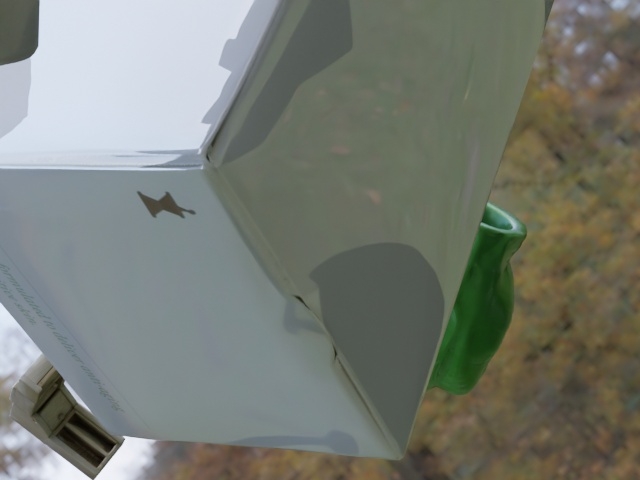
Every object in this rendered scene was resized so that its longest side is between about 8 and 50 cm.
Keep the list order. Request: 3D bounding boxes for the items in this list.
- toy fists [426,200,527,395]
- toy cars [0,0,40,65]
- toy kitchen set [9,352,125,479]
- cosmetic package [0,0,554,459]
[{"bbox_3d":[0.000,0.000,1.097,0.142,0.279,0.096,-66,-17,16],"label":"toy fists"},{"bbox_3d":[-0.115,-0.163,0.496,0.393,0.087,0.176,-56,-35,-20],"label":"toy cars"},{"bbox_3d":[-0.155,0.101,1.103,0.068,0.075,0.083,-51,-3,-27],"label":"toy kitchen set"},{"bbox_3d":[-0.007,-0.109,0.731,0.197,0.155,0.365,61,-138,-43],"label":"cosmetic package"}]
